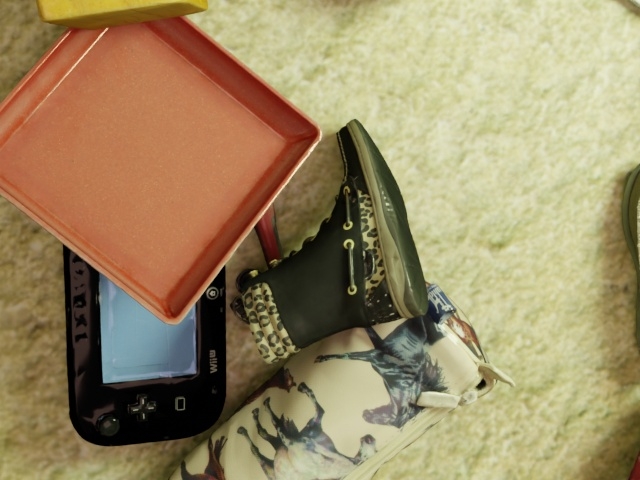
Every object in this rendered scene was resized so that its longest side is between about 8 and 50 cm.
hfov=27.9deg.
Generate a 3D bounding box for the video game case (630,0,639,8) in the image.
[{"bbox_3d":[0.334,-0.341,1.363,0.157,0.019,0.143,32,95,-16],"label":"video game case"}]

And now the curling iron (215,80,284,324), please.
[{"bbox_3d":[-0.077,-0.033,1.344,0.068,0.035,0.274,-11,105,-8],"label":"curling iron"}]

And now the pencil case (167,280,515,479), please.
[{"bbox_3d":[-0.003,0.212,1.336,0.410,0.183,0.160,-43,124,1],"label":"pencil case"}]

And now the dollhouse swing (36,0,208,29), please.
[{"bbox_3d":[-0.105,-0.383,1.126,0.305,0.315,0.347,-9,98,2],"label":"dollhouse swing"}]

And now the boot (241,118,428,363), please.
[{"bbox_3d":[-0.001,0.000,1.304,0.178,0.236,0.085,-24,146,15],"label":"boot"}]

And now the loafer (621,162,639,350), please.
[{"bbox_3d":[0.396,0.028,1.422,0.094,0.087,0.251,-12,105,-8],"label":"loafer"}]

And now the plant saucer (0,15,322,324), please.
[{"bbox_3d":[-0.171,-0.088,1.251,0.259,0.048,0.258,38,70,-5],"label":"plant saucer"}]

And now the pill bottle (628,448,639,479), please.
[{"bbox_3d":[0.425,0.377,1.436,0.224,0.224,0.392,15,99,-14],"label":"pill bottle"}]

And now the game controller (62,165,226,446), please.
[{"bbox_3d":[-0.180,0.056,1.328,0.166,0.067,0.319,-2,104,-10],"label":"game controller"}]
